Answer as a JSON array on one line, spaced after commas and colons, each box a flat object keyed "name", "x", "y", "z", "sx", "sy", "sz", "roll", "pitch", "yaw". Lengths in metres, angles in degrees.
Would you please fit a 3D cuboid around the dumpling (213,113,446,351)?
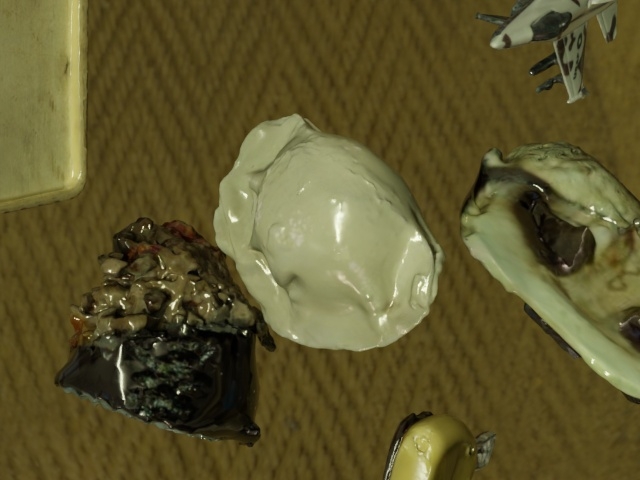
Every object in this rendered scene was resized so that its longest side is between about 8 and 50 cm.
[{"name": "dumpling", "x": 0.000, "y": 0.000, "z": 1.182, "sx": 0.258, "sy": 0.147, "sz": 0.193, "roll": 39, "pitch": 101, "yaw": 25}]

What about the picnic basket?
[{"name": "picnic basket", "x": -0.368, "y": -0.135, "z": 1.066, "sx": 0.175, "sy": 0.228, "sz": 0.313, "roll": 16, "pitch": 21, "yaw": 36}]

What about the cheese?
[{"name": "cheese", "x": 0.088, "y": 0.155, "z": 0.874, "sx": 0.036, "sy": 0.162, "sz": 0.086, "roll": 14, "pitch": 96, "yaw": 24}]

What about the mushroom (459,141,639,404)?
[{"name": "mushroom", "x": 0.281, "y": 0.037, "z": 1.132, "sx": 0.344, "sy": 0.247, "sz": 0.130, "roll": 40, "pitch": 69, "yaw": 8}]

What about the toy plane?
[{"name": "toy plane", "x": 0.160, "y": -0.161, "z": 0.860, "sx": 0.082, "sy": 0.160, "sz": 0.234, "roll": 24, "pitch": 33, "yaw": 39}]

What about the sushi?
[{"name": "sushi", "x": -0.152, "y": 0.089, "z": 1.345, "sx": 0.225, "sy": 0.238, "sz": 0.219, "roll": 19, "pitch": 80, "yaw": -23}]
